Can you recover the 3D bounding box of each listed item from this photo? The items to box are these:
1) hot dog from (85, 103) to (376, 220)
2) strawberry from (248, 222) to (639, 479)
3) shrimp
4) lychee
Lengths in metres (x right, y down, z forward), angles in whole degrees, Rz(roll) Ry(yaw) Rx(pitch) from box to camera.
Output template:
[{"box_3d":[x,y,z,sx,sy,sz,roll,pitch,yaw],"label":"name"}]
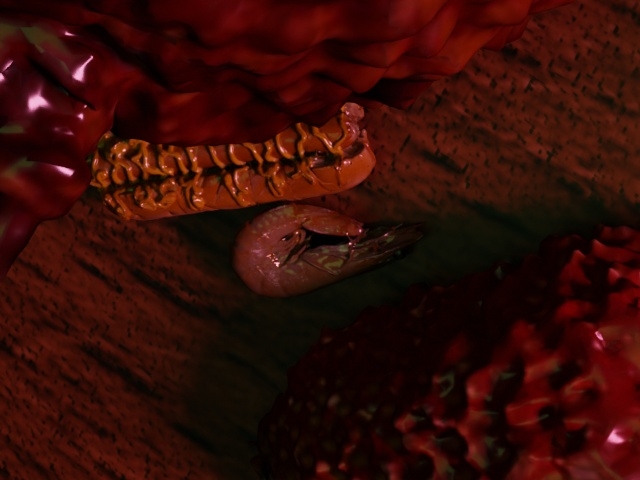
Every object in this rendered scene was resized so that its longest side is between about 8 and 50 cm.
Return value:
[{"box_3d":[-0.053,-0.051,0.849,0.165,0.045,0.071,-8,97,17],"label":"hot dog"},{"box_3d":[0.101,0.127,0.779,0.306,0.138,0.233,-19,93,17],"label":"strawberry"},{"box_3d":[0.000,0.000,0.841,0.108,0.023,0.059,-18,121,17],"label":"shrimp"},{"box_3d":[-0.056,-0.224,0.627,0.424,0.424,0.500,7,82,16],"label":"lychee"}]
